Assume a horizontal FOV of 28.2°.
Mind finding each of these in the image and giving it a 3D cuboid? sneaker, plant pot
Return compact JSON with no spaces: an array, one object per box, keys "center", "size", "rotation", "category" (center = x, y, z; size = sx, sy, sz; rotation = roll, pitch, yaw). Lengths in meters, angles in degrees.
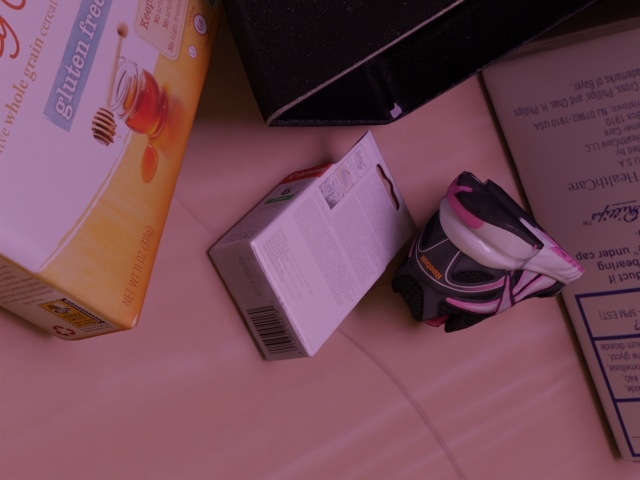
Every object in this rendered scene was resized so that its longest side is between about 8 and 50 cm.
[{"center":[0.082,0.013,0.685],"size":[0.072,0.077,0.178],"rotation":[49,13,23],"category":"sneaker"},{"center":[0.045,-0.169,0.566],"size":[0.167,0.187,0.188],"rotation":[62,20,6],"category":"plant pot"}]

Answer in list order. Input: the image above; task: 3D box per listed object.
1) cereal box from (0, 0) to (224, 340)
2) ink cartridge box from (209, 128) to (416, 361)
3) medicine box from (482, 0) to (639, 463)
[{"center":[-0.141,-0.091,0.444],"size":[0.240,0.047,0.173],"rotation":[36,54,-40],"category":"cereal box"},{"center":[0.000,0.000,0.611],"size":[0.115,0.029,0.062],"rotation":[-47,117,-46],"category":"ink cartridge box"},{"center":[0.268,-0.041,0.849],"size":[0.263,0.149,0.289],"rotation":[-37,111,-48],"category":"medicine box"}]
